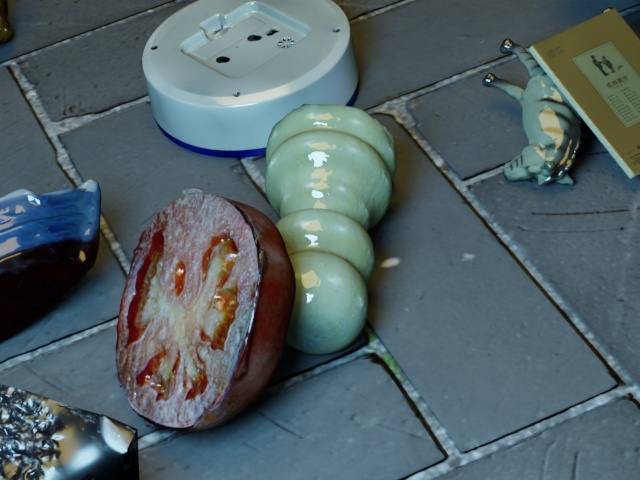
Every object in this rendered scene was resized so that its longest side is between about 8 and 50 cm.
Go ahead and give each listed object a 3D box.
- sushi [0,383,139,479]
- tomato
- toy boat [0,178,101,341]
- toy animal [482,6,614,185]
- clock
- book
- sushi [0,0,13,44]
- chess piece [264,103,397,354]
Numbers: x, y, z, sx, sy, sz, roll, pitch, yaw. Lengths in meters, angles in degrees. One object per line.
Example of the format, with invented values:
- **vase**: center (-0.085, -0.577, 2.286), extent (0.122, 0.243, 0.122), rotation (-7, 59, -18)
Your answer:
- **sushi**: center (-0.260, 0.210, 1.491), extent (0.172, 0.153, 0.150), rotation (23, 66, 6)
- **tomato**: center (-0.092, 0.067, 1.602), extent (0.085, 0.225, 0.225), rotation (18, 24, -36)
- **toy boat**: center (-0.345, 0.025, 1.729), extent (0.309, 0.129, 0.142), rotation (-28, 56, -7)
- **toy animal**: center (0.258, -0.145, 1.845), extent (0.217, 0.073, 0.176), rotation (-22, 51, -22)
- **clock**: center (-0.076, -0.188, 1.964), extent (0.230, 0.083, 0.230), rotation (-7, 38, 5)
- **book**: center (0.302, -0.149, 1.812), extent (0.118, 0.012, 0.172), rotation (-25, 69, -28)
- **sushi**: center (-0.471, -0.268, 2.073), extent (0.296, 0.179, 0.167), rotation (-21, 35, -13)
- **chess piece**: center (0.000, 0.000, 1.698), extent (0.133, 0.133, 0.243), rotation (-2, 47, 10)
